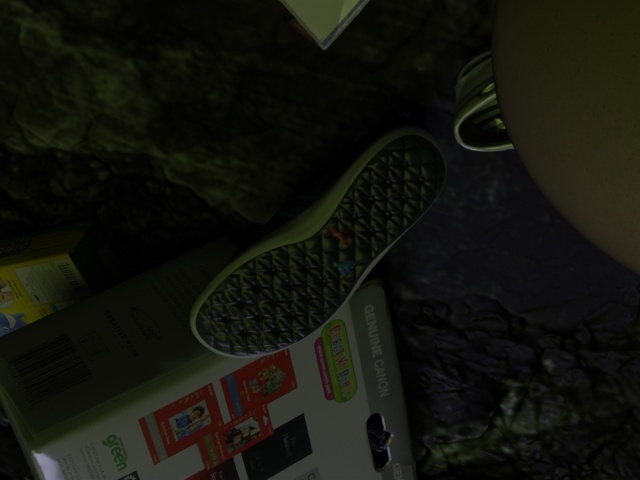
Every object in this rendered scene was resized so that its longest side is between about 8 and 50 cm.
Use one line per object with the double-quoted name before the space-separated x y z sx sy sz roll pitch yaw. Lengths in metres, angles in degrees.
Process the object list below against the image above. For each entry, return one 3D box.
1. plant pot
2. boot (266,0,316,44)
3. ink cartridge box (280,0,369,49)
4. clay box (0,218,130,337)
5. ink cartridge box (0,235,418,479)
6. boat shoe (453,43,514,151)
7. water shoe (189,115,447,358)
"plant pot" 0.234 -0.073 0.537 0.284 0.191 0.284 -1 116 -1
"boot" 0.020 -0.205 0.637 0.106 0.082 0.219 37 132 -15
"ink cartridge box" 0.002 -0.241 0.582 0.208 0.045 0.206 49 121 5
"clay box" -0.255 0.062 0.966 0.222 0.053 0.127 -9 124 27
"ink cartridge box" -0.074 0.170 0.906 0.272 0.130 0.309 -24 128 -19
"boat shoe" 0.181 -0.098 0.670 0.226 0.076 0.083 -22 118 32
"water shoe" 0.000 0.000 0.771 0.203 0.080 0.073 -39 108 9
